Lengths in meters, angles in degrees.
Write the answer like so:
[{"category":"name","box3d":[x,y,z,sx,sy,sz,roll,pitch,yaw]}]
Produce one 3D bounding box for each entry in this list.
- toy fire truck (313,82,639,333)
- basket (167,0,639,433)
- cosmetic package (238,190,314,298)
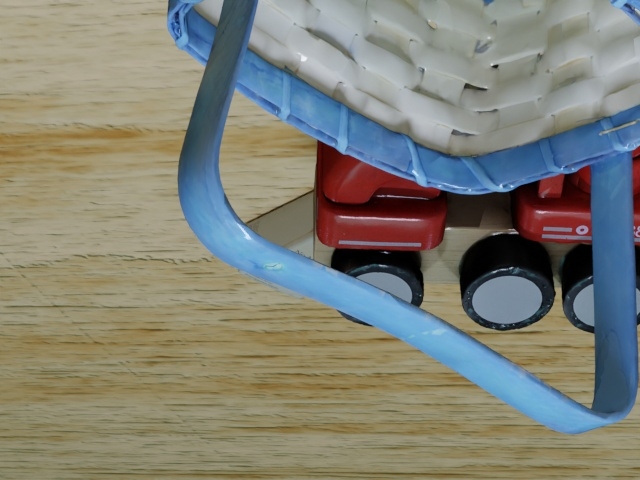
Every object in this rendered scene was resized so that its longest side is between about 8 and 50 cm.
[{"category":"toy fire truck","box3d":[0.108,-0.057,1.131,0.217,0.158,0.246,2,135,-2]},{"category":"basket","box3d":[0.060,-0.079,0.894,0.254,0.289,0.201,31,140,-33]},{"category":"cosmetic package","box3d":[0.000,0.000,1.364,0.060,0.041,0.115,24,150,-30]}]
